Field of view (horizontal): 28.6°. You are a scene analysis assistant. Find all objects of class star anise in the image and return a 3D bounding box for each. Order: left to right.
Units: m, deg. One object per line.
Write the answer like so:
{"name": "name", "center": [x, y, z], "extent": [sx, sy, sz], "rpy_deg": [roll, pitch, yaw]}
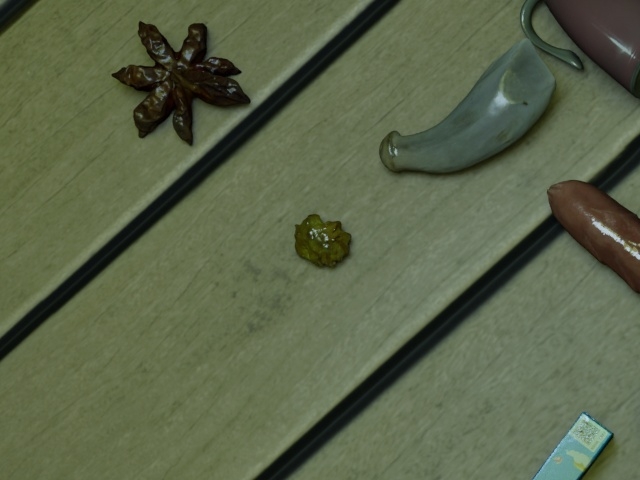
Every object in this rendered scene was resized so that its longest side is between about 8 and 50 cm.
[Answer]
{"name": "star anise", "center": [-0.221, -0.252, 1.922], "extent": [0.212, 0.111, 0.196], "rpy_deg": [-14, 67, 19]}

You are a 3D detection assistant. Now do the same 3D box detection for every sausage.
{"name": "sausage", "center": [0.470, 0.064, 1.665], "extent": [0.088, 0.088, 0.433], "rpy_deg": [-46, 71, 1]}

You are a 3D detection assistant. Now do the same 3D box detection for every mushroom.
{"name": "mushroom", "center": [0.212, -0.165, 1.782], "extent": [0.270, 0.103, 0.118], "rpy_deg": [-34, 71, 11]}

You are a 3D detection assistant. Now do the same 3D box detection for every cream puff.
{"name": "cream puff", "center": [0.000, 0.000, 1.819], "extent": [0.083, 0.058, 0.083], "rpy_deg": [-34, 72, 7]}

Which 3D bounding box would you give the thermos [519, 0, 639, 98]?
{"name": "thermos", "center": [0.386, -0.322, 1.760], "extent": [0.265, 0.146, 0.176], "rpy_deg": [44, 116, 28]}

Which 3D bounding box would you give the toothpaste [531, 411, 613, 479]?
{"name": "toothpaste", "center": [0.289, 0.346, 1.657], "extent": [0.050, 0.065, 0.267], "rpy_deg": [37, 88, 17]}
